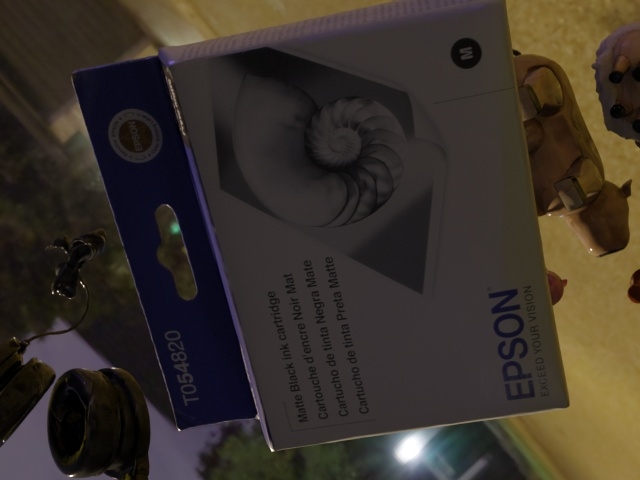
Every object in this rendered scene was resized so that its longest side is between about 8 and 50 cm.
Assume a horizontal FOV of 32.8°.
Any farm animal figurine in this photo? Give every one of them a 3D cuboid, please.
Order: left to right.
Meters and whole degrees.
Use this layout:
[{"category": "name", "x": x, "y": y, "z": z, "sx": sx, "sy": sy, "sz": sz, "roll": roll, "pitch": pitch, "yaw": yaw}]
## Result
[{"category": "farm animal figurine", "x": 0.227, "y": -0.043, "z": 1.101, "sx": 0.330, "sy": 0.172, "sz": 0.326, "roll": -4, "pitch": 107, "yaw": 32}]

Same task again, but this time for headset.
[{"category": "headset", "x": -0.299, "y": 0.175, "z": 1.227, "sx": 0.243, "sy": 0.185, "sz": 0.394, "roll": 21, "pitch": -139, "yaw": -25}]

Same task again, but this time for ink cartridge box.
[{"category": "ink cartridge box", "x": 0.000, "y": 0.000, "z": 0.557, "sx": 0.045, "sy": 0.224, "sz": 0.223, "roll": -75, "pitch": -27, "yaw": -67}]
